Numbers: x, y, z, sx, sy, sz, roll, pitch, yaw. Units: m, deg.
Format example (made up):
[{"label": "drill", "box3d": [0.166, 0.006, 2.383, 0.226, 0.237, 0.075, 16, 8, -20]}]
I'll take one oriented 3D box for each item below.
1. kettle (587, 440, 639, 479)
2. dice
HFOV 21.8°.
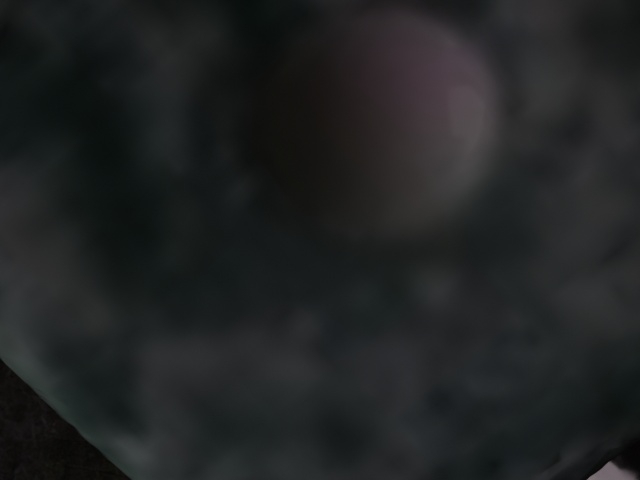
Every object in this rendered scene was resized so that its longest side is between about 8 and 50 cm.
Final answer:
[{"label": "kettle", "box3d": [0.220, 0.116, 0.838, 0.271, 0.207, 0.251, 53, 134, 29]}, {"label": "dice", "box3d": [0.010, -0.093, 0.727, 0.328, 0.330, 0.348, 47, -171, -20]}]
